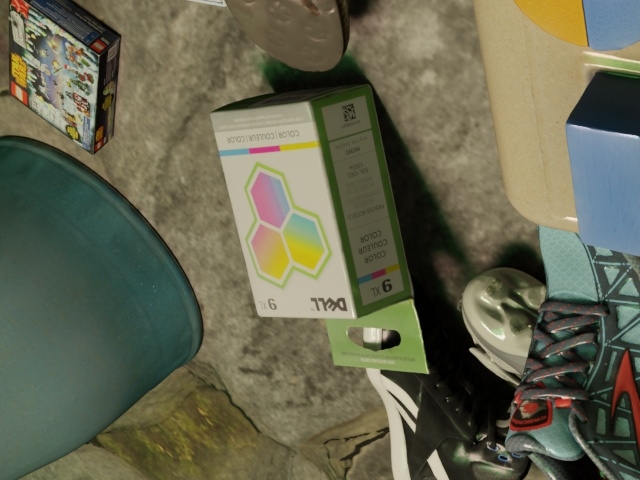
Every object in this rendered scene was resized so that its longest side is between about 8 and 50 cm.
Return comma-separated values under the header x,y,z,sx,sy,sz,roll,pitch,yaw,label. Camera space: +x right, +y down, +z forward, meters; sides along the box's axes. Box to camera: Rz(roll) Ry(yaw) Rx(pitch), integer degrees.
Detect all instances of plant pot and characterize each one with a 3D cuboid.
x,y,z,sx,sy,sz,roll,pitch,yaw,label
-0.287,0.093,1.652,0.271,0.255,0.272,30,148,21,plant pot

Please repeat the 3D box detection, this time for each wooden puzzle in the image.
x,y,z,sx,sy,sz,roll,pitch,yaw,label
0.215,-0.086,0.978,0.348,0.080,0.322,17,142,30,wooden puzzle

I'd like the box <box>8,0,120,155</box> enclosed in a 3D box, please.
x,y,z,sx,sy,sz,roll,pitch,yaw,label
-0.206,-0.138,1.488,0.094,0.027,0.137,36,150,14,box

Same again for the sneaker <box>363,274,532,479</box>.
x,y,z,sx,sy,sz,roll,pitch,yaw,label
0.109,0.111,1.397,0.121,0.079,0.217,7,132,25,sneaker

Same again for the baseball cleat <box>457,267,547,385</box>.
x,y,z,sx,sy,sz,roll,pitch,yaw,label
0.184,0.093,1.294,0.206,0.072,0.109,42,166,7,baseball cleat

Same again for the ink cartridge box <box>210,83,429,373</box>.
x,y,z,sx,sy,sz,roll,pitch,yaw,label
0.000,0.000,1.308,0.109,0.062,0.209,-1,105,50,ink cartridge box

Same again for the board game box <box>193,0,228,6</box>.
x,y,z,sx,sy,sz,roll,pitch,yaw,label
-0.209,-0.315,1.229,0.318,0.066,0.318,15,139,40,board game box

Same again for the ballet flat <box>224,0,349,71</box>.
x,y,z,sx,sy,sz,roll,pitch,yaw,label
-0.042,-0.210,1.154,0.084,0.058,0.250,-6,131,30,ballet flat

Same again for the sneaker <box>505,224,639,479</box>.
x,y,z,sx,sy,sz,roll,pitch,yaw,label
0.172,0.094,1.166,0.104,0.125,0.262,-23,80,62,sneaker
